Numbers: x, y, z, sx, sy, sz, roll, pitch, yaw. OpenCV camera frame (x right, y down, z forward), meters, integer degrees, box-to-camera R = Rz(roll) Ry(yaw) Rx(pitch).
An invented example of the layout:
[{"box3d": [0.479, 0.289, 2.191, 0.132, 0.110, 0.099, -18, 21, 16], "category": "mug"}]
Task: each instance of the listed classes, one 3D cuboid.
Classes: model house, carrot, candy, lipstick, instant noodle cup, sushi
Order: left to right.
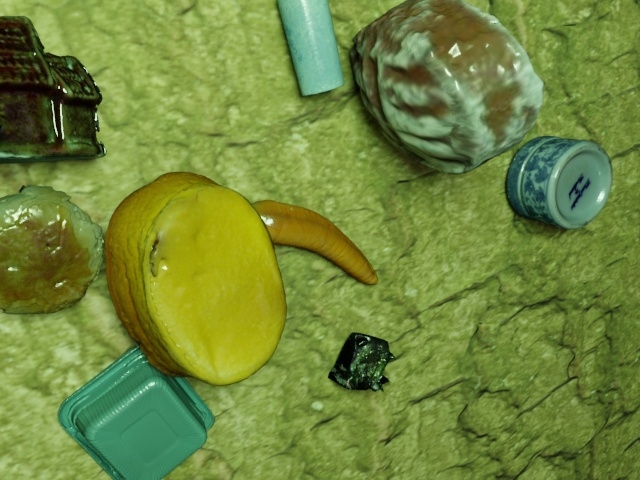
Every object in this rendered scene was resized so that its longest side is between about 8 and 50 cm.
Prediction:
[{"box3d": [-0.316, -0.154, 0.711, 0.165, 0.106, 0.152, -10, 104, -43], "category": "model house"}, {"box3d": [-0.232, 0.243, 0.897, 0.157, 0.070, 0.179, -38, 122, -14], "category": "instant noodle cup"}, {"box3d": [-0.028, -0.322, 0.846, 0.061, 0.068, 0.274, -20, 108, -17], "category": "lipstick"}, {"box3d": [0.001, 0.000, 0.970, 0.271, 0.062, 0.066, 21, 61, -38], "category": "carrot"}, {"box3d": [0.070, 0.190, 1.071, 0.084, 0.056, 0.083, 16, 89, -32], "category": "sushi"}, {"box3d": [0.141, -0.192, 0.859, 0.157, 0.289, 0.214, -31, 115, -12], "category": "candy"}]

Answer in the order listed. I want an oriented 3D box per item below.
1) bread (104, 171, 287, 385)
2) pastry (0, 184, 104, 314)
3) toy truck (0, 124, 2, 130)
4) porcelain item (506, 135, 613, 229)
[{"box3d": [-0.150, 0.050, 0.839, 0.195, 0.142, 0.270, -31, 115, -33], "category": "bread"}, {"box3d": [-0.319, 0.015, 0.764, 0.153, 0.081, 0.153, -12, 111, -32], "category": "pastry"}, {"box3d": [-0.432, -0.098, 0.569, 0.268, 0.155, 0.124, 25, 112, -15], "category": "toy truck"}, {"box3d": [0.393, -0.099, 1.137, 0.147, 0.114, 0.147, -8, 108, -27], "category": "porcelain item"}]
